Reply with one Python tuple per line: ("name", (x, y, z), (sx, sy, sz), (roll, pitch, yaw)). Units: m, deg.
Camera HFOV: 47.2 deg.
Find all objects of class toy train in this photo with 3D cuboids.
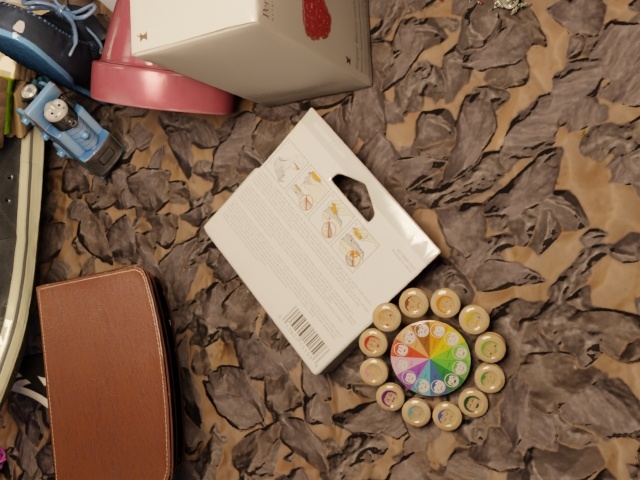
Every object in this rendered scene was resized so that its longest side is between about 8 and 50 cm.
("toy train", (-0.389, -0.175, 1.143), (0.105, 0.184, 0.080), (28, 76, 25))

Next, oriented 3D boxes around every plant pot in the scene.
("plant pot", (-0.213, -0.277, 1.024), (0.201, 0.201, 0.180), (15, 105, 28))

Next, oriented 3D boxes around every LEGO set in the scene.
("LEGO set", (0.219, -0.304, 0.906), (0.083, 0.023, 0.054), (6, 90, 28))

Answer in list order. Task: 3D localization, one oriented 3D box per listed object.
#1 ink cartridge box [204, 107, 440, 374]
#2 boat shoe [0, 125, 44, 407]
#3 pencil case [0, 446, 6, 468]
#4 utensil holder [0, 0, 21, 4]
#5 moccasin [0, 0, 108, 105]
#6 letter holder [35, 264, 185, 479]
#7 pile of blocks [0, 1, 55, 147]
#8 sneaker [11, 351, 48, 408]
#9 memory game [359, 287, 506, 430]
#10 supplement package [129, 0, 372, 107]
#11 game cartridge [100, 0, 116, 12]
("ink cartridge box", (0.000, 0.000, 0.989), (0.239, 0.060, 0.275), (-46, 69, 17))
("boat shoe", (-0.527, 0.026, 1.152), (0.187, 0.156, 0.500), (139, 131, -60))
("pencil case", (-0.636, 0.460, 1.288), (0.104, 0.104, 0.236), (31, 103, 26))
("utensil holder", (-0.746, -0.315, 1.248), (0.386, 0.328, 0.327), (-17, 80, 33))
("moccasin", (-0.375, -0.290, 1.054), (0.138, 0.342, 0.116), (25, 91, -3))
("letter holder", (-0.270, 0.197, 1.075), (0.215, 0.152, 0.301), (-12, 82, 25))
("pile of blocks", (-0.505, -0.257, 1.143), (0.113, 0.362, 0.149), (11, 129, 1))
("sneaker", (-0.465, 0.198, 1.225), (0.217, 0.079, 0.121), (18, 93, 20))
("memory game", (0.136, 0.146, 0.903), (0.186, 0.012, 0.186), (3, 102, 15))
("supplement package", (-0.075, -0.291, 0.912), (0.175, 0.293, 0.177), (-5, 86, 28))
("game cartridge", (-0.269, -0.434, 1.062), (0.198, 0.062, 0.297), (-30, 118, 26))
